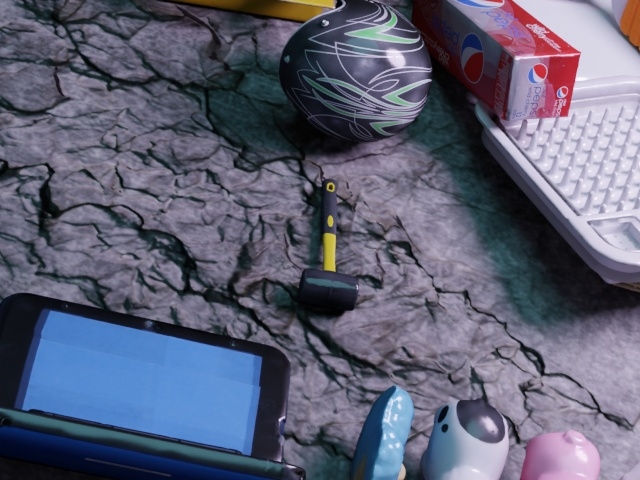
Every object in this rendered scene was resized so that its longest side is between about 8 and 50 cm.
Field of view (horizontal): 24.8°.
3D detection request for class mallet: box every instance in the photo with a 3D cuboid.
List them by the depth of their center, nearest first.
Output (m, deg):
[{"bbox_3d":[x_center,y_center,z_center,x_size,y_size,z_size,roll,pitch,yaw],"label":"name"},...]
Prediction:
[{"bbox_3d":[0.000,0.000,1.560,0.062,0.039,0.190,4,44,-13],"label":"mallet"}]

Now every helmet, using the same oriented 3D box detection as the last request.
[{"bbox_3d":[0.042,-0.190,1.654,0.169,0.169,0.161,23,29,2],"label":"helmet"}]

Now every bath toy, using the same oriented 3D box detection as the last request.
[{"bbox_3d":[0.207,0.235,1.353,0.348,0.129,0.151,13,81,-7],"label":"bath toy"}]

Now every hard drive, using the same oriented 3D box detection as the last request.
[{"bbox_3d":[0.394,-0.253,1.908,0.307,0.040,0.203,3,45,-17],"label":"hard drive"}]

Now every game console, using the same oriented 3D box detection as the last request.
[{"bbox_3d":[-0.160,0.128,1.300,0.293,0.250,0.173,12,73,-8],"label":"game console"}]

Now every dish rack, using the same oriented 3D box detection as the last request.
[{"bbox_3d":[0.355,-0.067,1.680,0.285,0.072,0.333,-10,43,-24],"label":"dish rack"}]

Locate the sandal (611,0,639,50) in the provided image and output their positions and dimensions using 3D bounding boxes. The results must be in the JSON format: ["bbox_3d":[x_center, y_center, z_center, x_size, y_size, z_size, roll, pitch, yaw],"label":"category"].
[{"bbox_3d":[0.463,-0.259,1.844,0.076,0.102,0.265,-13,60,-32],"label":"sandal"}]

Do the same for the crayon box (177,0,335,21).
[{"bbox_3d":[-0.095,-0.384,1.836,0.202,0.081,0.318,8,47,-13],"label":"crayon box"}]

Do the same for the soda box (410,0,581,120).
[{"bbox_3d":[0.204,-0.236,1.748,0.092,0.083,0.263,-6,32,-21],"label":"soda box"}]

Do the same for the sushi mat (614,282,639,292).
[{"bbox_3d":[0.485,0.038,1.699,0.316,0.019,0.151,16,45,-5],"label":"sushi mat"}]
